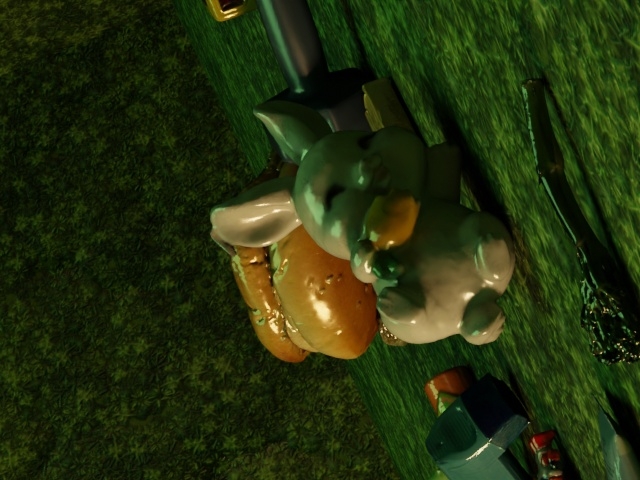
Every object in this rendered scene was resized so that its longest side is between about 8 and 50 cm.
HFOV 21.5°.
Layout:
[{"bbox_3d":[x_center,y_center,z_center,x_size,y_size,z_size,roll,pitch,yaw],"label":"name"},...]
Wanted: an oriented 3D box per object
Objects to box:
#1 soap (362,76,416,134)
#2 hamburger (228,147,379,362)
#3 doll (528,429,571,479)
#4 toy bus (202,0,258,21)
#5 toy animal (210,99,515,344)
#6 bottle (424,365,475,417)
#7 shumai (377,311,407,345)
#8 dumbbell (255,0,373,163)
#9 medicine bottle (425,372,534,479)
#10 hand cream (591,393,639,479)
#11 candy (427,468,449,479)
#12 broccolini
[{"bbox_3d":[0.115,-0.064,1.913,0.092,0.037,0.252,76,169,-68],"label":"soap"},{"bbox_3d":[0.000,0.000,2.185,0.290,0.170,0.314,-64,-37,-49],"label":"hamburger"},{"bbox_3d":[0.272,0.305,1.845,0.104,0.062,0.195,124,132,-63],"label":"doll"},{"bbox_3d":[-0.135,-0.450,2.099,0.145,0.151,0.331,-119,7,-62],"label":"toy bus"},{"bbox_3d":[0.055,-0.018,1.708,0.325,0.208,0.154,18,170,24],"label":"toy animal"},{"bbox_3d":[0.205,0.260,2.234,0.187,0.069,0.069,63,173,20],"label":"bottle"},{"bbox_3d":[0.132,0.081,2.163,0.099,0.087,0.124,19,-97,-58],"label":"shumai"},{"bbox_3d":[-0.035,-0.253,2.005,0.156,0.143,0.316,-125,14,-67],"label":"dumbbell"},{"bbox_3d":[0.216,0.270,2.049,0.079,0.124,0.258,56,-179,42],"label":"medicine bottle"},{"bbox_3d":[0.296,0.272,1.523,0.091,0.058,0.271,-73,-35,-81],"label":"hand cream"},{"bbox_3d":[0.252,0.450,2.239,0.344,0.132,0.142,63,-179,31],"label":"candy"},{"bbox_3d":[0.200,-0.013,1.314,0.054,0.051,0.239,-27,-83,-51],"label":"broccolini"}]
